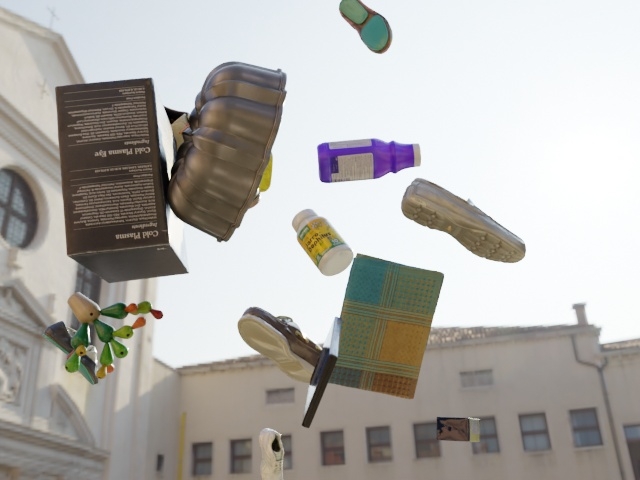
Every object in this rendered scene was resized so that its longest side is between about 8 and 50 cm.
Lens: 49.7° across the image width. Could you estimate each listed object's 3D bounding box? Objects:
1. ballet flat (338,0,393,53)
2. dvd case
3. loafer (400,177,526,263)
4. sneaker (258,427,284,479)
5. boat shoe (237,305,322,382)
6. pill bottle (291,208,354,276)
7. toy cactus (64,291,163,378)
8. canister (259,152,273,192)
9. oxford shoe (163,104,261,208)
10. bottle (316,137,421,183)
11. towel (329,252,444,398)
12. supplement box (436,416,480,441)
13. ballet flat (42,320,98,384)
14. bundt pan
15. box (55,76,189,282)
[{"bbox_3d":[0.120,-0.504,1.638,0.077,0.221,0.079,-46,-37,15],"label":"ballet flat"},{"bbox_3d":[0.006,0.295,1.588,0.022,0.180,0.253,20,13,-1],"label":"dvd case"},{"bbox_3d":[0.346,-0.052,1.638,0.320,0.111,0.112,29,-33,-2],"label":"loafer"},{"bbox_3d":[-0.116,0.539,1.692,0.054,0.152,0.061,-5,-8,-35],"label":"sneaker"},{"bbox_3d":[-0.095,0.251,1.758,0.117,0.096,0.324,-9,-41,33],"label":"boat shoe"},{"bbox_3d":[0.000,0.000,2.079,0.118,0.208,0.117,-23,-38,-19],"label":"pill bottle"},{"bbox_3d":[-0.461,0.181,1.462,0.219,0.180,0.112,-43,-17,-16],"label":"toy cactus"},{"bbox_3d":[-0.207,-0.197,1.928,0.073,0.126,0.170,3,2,-33],"label":"canister"},{"bbox_3d":[-0.307,-0.205,1.601,0.397,0.140,0.146,29,-46,7],"label":"oxford shoe"},{"bbox_3d":[0.132,-0.224,1.902,0.283,0.092,0.118,-6,-41,0],"label":"bottle"},{"bbox_3d":[0.179,0.239,1.926,0.272,0.369,0.040,14,-1,-12],"label":"towel"},{"bbox_3d":[0.338,0.462,1.688,0.083,0.056,0.083,-7,-19,32],"label":"supplement box"},{"bbox_3d":[-0.609,0.278,1.743,0.074,0.074,0.203,-17,-57,26],"label":"ballet flat"},{"bbox_3d":[-0.179,-0.168,1.221,0.124,0.330,0.331,19,-31,-17],"label":"bundt pan"},{"bbox_3d":[-0.375,-0.099,1.350,0.179,0.312,0.343,-8,-11,-6],"label":"box"}]
